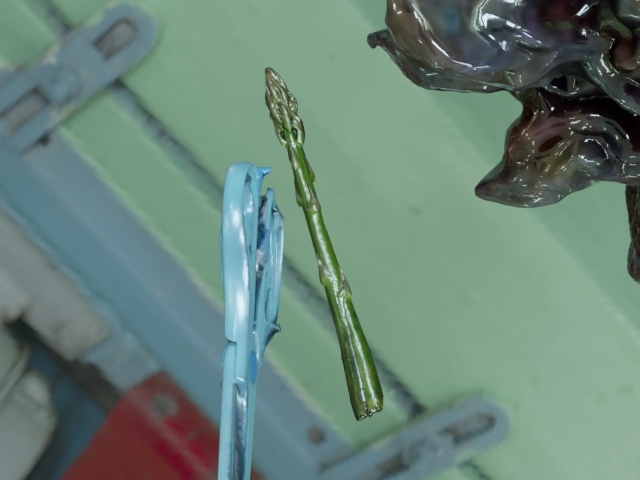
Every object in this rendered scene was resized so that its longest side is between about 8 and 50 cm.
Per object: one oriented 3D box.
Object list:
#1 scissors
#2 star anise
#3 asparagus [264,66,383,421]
[{"bbox_3d":[-0.067,0.106,1.550,0.032,0.392,0.180,-3,151,11],"label":"scissors"},{"bbox_3d":[0.151,-0.058,0.613,0.212,0.283,0.129,-19,80,63],"label":"star anise"},{"bbox_3d":[0.000,0.000,1.147,0.022,0.023,0.232,-16,81,-5],"label":"asparagus"}]
